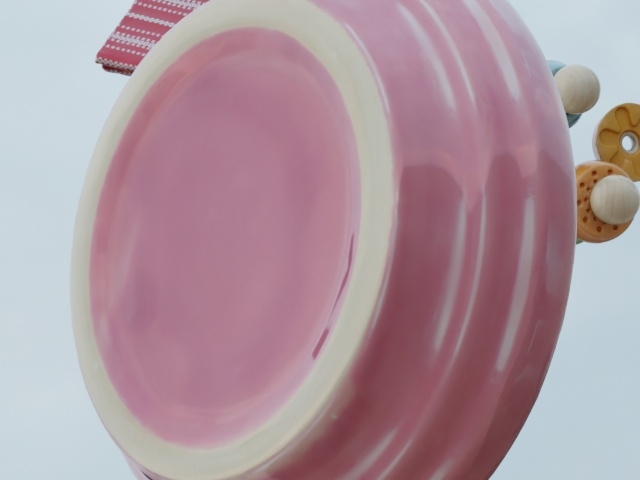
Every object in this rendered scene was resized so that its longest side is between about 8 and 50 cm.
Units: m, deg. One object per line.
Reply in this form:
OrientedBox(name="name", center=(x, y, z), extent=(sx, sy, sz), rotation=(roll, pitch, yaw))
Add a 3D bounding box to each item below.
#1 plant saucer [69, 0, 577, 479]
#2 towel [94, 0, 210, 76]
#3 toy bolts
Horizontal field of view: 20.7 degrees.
OrientedBox(name="plant saucer", center=(-0.023, 0.003, 0.885), extent=(0.084, 0.332, 0.332), rotation=(11, -44, -42))
OrientedBox(name="towel", center=(-0.055, -0.223, 1.566), extent=(0.199, 0.275, 0.031), rotation=(14, -40, 20))
OrientedBox(name="toy bolts", center=(0.342, -0.132, 2.142), extent=(0.218, 0.228, 0.158), rotation=(-38, 9, -19))
